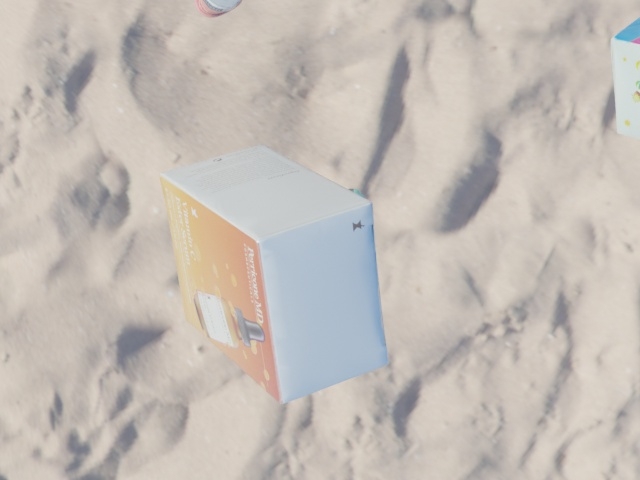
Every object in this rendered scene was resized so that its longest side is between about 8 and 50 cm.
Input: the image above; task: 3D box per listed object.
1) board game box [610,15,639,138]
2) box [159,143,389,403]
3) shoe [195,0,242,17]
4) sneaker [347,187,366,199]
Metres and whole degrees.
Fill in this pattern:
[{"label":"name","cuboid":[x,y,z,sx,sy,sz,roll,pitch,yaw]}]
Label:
[{"label":"board game box","cuboid":[0.425,-0.142,1.002,0.224,0.303,0.097,-37,130,-32]},{"label":"box","cuboid":[-0.036,0.019,0.909,0.091,0.170,0.130,-18,115,-24]},{"label":"shoe","cuboid":[-0.082,-0.334,1.438,0.063,0.081,0.178,39,80,-13]},{"label":"sneaker","cuboid":[0.000,0.000,1.641,0.065,0.076,0.166,45,117,12]}]
